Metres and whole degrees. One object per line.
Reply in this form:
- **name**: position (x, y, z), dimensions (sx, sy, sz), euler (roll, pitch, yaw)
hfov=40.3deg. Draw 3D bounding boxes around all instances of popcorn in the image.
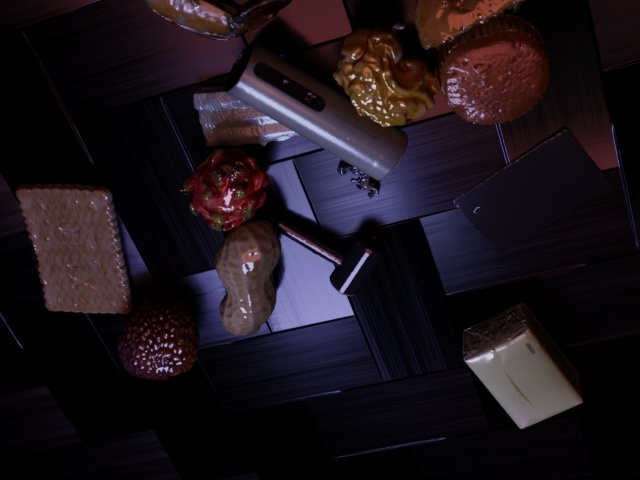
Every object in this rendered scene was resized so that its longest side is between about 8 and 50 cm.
- **popcorn**: position (0.105, -0.287, 1.533), dimensions (0.163, 0.140, 0.194), euler (10, 157, 48)

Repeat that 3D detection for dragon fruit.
- **dragon fruit**: position (-0.182, -0.106, 1.683), dimensions (0.166, 0.160, 0.172), euler (2, 147, -23)

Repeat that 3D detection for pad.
- **pad**: position (0.411, -0.092, 1.708), dimensions (0.265, 0.009, 0.159), euler (-34, 113, 26)

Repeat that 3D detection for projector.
- **projector**: position (-0.004, -0.231, 1.577), dimensions (0.337, 0.108, 0.108), euler (28, 121, -19)

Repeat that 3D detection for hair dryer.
- **hair dryer**: position (0.000, 0.000, 1.790), dimensions (0.255, 0.070, 0.128), euler (31, 120, -7)

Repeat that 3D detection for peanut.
- **peanut**: position (-0.155, 0.084, 1.822), dimensions (0.136, 0.120, 0.298), euler (15, 127, 13)

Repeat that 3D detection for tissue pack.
- **tissue pack**: position (0.428, 0.267, 1.858), dimensions (0.159, 0.125, 0.234), euler (-30, 113, 23)

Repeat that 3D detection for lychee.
- **lychee**: position (-0.354, 0.208, 1.899), dimensions (0.188, 0.188, 0.188), euler (3, 122, 5)

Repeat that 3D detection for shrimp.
- **shrimp**: position (-0.122, -0.487, 1.491), dimensions (0.444, 0.085, 0.272), euler (-13, 125, 18)

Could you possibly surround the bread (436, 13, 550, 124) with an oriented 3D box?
- **bread**: position (0.303, -0.297, 1.537), dimensions (0.199, 0.104, 0.199), euler (3, 124, 4)

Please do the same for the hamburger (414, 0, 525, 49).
- **hamburger**: position (0.267, -0.424, 1.450), dimensions (0.262, 0.124, 0.131), euler (-23, 116, 19)

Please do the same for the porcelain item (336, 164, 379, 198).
- **porcelain item**: position (0.068, -0.142, 1.713), dimensions (0.075, 0.021, 0.136), euler (-5, 121, 15)

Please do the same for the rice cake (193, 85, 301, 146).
- **rice cake**: position (-0.115, -0.244, 1.661), dimensions (0.237, 0.043, 0.127), euler (-7, 121, 12)

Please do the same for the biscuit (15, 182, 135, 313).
- **biscuit**: position (-0.522, 0.021, 1.877), dimensions (0.217, 0.044, 0.325), euler (0, 122, 8)
